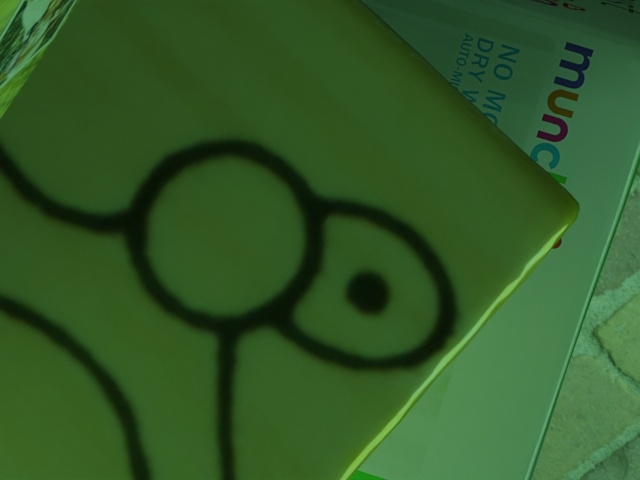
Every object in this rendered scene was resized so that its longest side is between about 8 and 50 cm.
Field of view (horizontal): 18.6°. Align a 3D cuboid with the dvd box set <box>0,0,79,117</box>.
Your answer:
[{"bbox_3d":[-0.143,0.022,0.308,0.420,0.062,0.307,-49,-179,36],"label":"dvd box set"}]

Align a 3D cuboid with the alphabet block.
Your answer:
[{"bbox_3d":[-0.067,-0.001,0.627,0.192,0.197,0.193,-47,-177,-7],"label":"alphabet block"}]

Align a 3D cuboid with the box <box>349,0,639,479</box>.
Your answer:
[{"bbox_3d":[0.000,0.000,0.818,0.127,0.231,0.262,-56,164,-71],"label":"box"}]
